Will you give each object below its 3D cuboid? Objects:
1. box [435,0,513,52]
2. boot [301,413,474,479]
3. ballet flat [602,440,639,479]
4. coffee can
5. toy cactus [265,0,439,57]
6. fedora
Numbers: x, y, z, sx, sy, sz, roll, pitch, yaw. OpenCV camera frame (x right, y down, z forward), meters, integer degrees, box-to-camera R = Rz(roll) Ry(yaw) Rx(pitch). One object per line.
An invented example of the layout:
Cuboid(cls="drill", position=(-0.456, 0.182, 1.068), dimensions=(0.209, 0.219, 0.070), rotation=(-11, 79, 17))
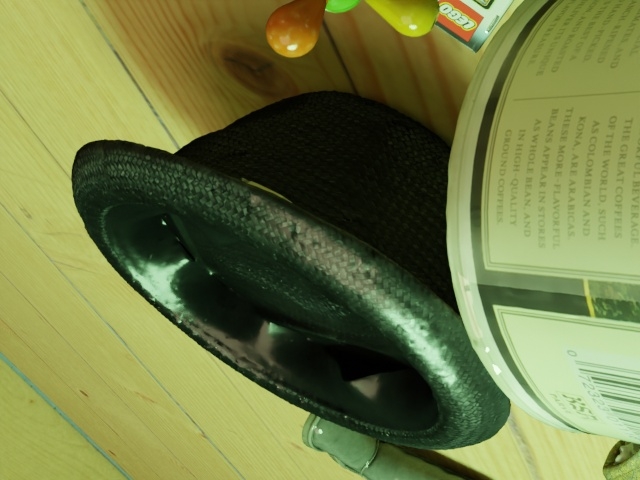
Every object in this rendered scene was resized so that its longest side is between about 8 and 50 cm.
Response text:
Cuboid(cls="box", position=(0.015, -0.184, 0.490), dimensions=(0.207, 0.036, 0.114), rotation=(35, 157, 1))
Cuboid(cls="boot", position=(0.095, 0.260, 1.177), dimensions=(0.209, 0.076, 0.189), rotation=(29, 171, 32))
Cuboid(cls="ballet flat", position=(0.245, 0.103, 0.648), dimensions=(0.123, 0.123, 0.348), rotation=(28, 154, 17))
Cuboid(cls="coffee can", position=(0.209, -0.010, 0.350), dimensions=(0.275, 0.201, 0.201), rotation=(5, 142, 51))
Cuboid(cls="toy cactus", position=(-0.031, -0.169, 0.429), dimensions=(0.219, 0.112, 0.180), rotation=(22, 144, 47))
Cuboid(cls="fedora", position=(0.000, 0.000, 0.712), dimensions=(0.334, 0.152, 0.334), rotation=(29, 156, 15))
